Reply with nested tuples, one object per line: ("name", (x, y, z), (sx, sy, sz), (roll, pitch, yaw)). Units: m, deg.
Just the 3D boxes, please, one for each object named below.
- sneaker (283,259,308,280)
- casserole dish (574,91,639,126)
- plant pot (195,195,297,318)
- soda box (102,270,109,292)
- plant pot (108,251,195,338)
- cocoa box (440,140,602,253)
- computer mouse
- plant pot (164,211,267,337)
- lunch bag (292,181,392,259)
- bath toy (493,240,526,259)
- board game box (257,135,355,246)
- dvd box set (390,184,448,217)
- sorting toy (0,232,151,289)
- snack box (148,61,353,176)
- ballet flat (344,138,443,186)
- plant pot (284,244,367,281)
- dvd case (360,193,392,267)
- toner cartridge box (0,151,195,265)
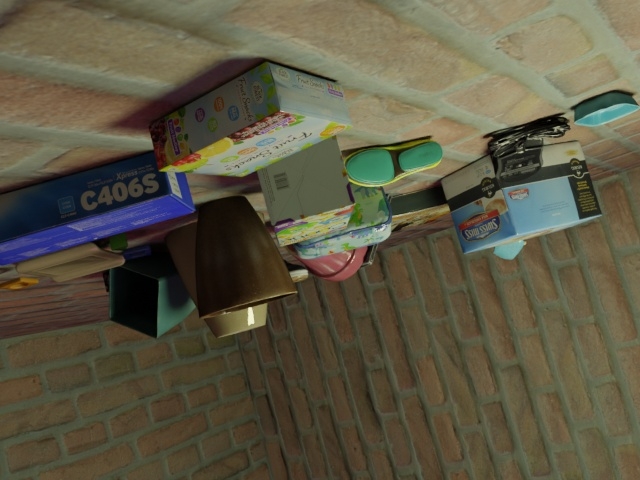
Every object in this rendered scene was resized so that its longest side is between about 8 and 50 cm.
("sneaker", (-0.160, 0.050, 1.934), (0.282, 0.153, 0.099), (-7, 174, 36))
("casserole dish", (0.625, -0.289, 1.514), (0.114, 0.037, 0.188), (-21, 171, 40))
("plant pot", (-0.181, 0.029, 1.486), (0.215, 0.231, 0.215), (-14, 174, -2))
("soda box", (-0.552, 0.109, 2.024), (0.053, 0.060, 0.169), (-18, 174, 32))
("plant pot", (-0.421, 0.124, 1.846), (0.165, 0.166, 0.234), (16, -159, 24))
("cocoa box", (0.561, -0.119, 1.929), (0.347, 0.228, 0.231), (-11, 172, -30))
("computer mouse", (0.477, -0.221, 1.644), (0.188, 0.072, 0.272), (-14, 161, 5))
("plant pot", (-0.231, 0.095, 1.729), (0.256, 0.274, 0.256), (-16, 173, -2))
("lunch bag", (0.029, -0.066, 1.437), (0.218, 0.176, 0.090), (-14, 154, -2))
("bath toy", (0.579, -0.091, 2.230), (0.348, 0.129, 0.151), (-80, -163, -58))
("board game box", (-0.030, -0.089, 1.236), (0.142, 0.144, 0.275), (-15, 174, -3))
("dvd box set", (0.297, -0.094, 2.256), (0.307, 0.062, 0.420), (-14, 173, -14))
("sorting toy", (-0.556, 0.040, 1.540), (0.347, 0.047, 0.196), (-16, 169, 0))
("snack box", (-0.090, -0.151, 0.913), (0.207, 0.070, 0.174), (-18, 172, 31))
("ballet flat", (0.138, -0.155, 1.393), (0.230, 0.077, 0.077), (-14, -172, -22))
("plant pot", (0.000, 0.000, 1.892), (0.201, 0.201, 0.180), (-19, 157, 31))
("dvd case", (0.129, -0.017, 1.990), (0.018, 0.221, 0.164), (28, 155, -19))
("toner cartridge box", (-0.389, -0.045, 1.089), (0.347, 0.075, 0.165), (-16, 172, 0))
